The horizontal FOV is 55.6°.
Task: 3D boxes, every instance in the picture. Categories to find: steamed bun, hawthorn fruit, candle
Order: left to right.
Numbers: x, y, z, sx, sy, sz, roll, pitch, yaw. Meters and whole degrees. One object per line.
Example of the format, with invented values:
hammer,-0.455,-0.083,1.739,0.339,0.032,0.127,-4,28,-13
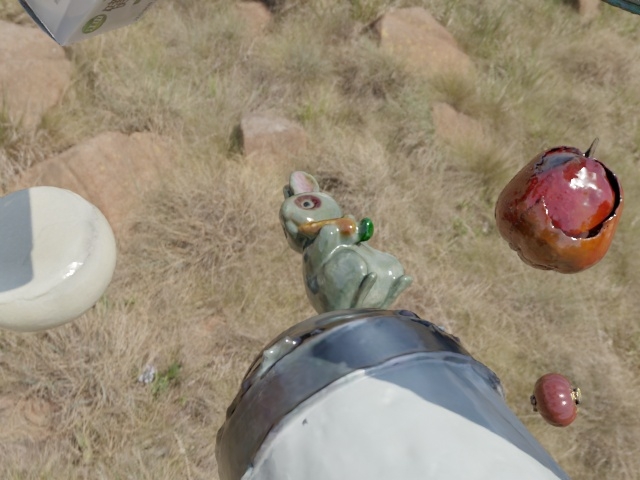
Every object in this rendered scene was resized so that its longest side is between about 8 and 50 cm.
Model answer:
steamed bun,-0.511,0.047,1.119,0.283,0.177,0.282,-2,52,3
candle,0.070,0.206,0.372,0.222,0.221,0.342,1,28,-24
hawthorn fruit,0.297,-0.045,0.743,0.148,0.172,0.148,23,23,-10

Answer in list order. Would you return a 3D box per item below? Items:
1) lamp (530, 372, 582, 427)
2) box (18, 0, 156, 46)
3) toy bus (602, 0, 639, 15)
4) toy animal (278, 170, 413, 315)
lamp,0.442,0.300,1.142,0.101,0.090,0.101,38,42,-46
box,-0.275,-0.424,0.834,0.145,0.333,0.173,57,41,-10
toy bus,0.407,-0.431,0.674,0.184,0.343,0.199,39,90,31
toy animal,-0.002,0.003,0.760,0.236,0.138,0.108,43,23,27
